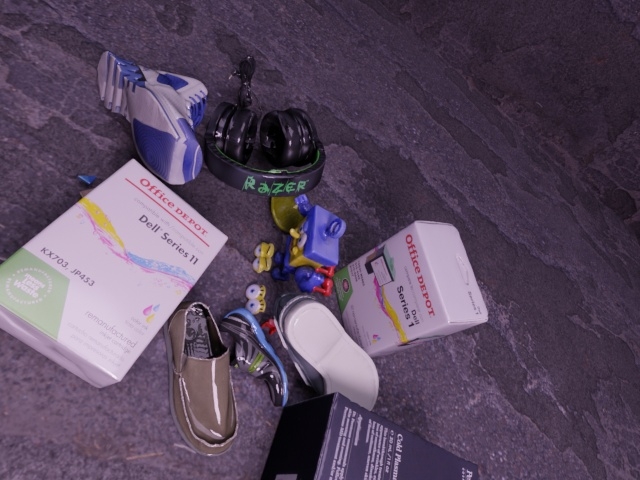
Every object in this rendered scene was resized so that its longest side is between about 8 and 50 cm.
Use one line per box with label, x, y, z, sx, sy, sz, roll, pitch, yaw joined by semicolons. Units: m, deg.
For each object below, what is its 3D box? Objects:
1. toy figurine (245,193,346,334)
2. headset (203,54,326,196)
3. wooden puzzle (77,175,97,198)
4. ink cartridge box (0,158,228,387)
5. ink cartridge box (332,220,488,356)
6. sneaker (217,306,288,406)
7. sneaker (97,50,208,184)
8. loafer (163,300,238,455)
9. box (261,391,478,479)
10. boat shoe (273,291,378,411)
toy figurine;0.000;0.000;0.817;0.192;0.217;0.362;23;53;-24
headset;-0.127;-0.247;0.869;0.244;0.185;0.394;-2;40;-21
wooden puzzle;-0.374;-0.064;0.718;0.079;0.014;0.116;-19;81;-47
ink cartridge box;-0.298;0.019;0.644;0.207;0.119;0.353;42;47;-16
ink cartridge box;0.165;0.110;0.831;0.117;0.278;0.201;4;62;-35
sneaker;-0.119;0.212;0.720;0.078;0.067;0.188;-31;86;-22
sneaker;-0.282;-0.254;0.790;0.182;0.127;0.315;-14;54;-45
loafer;-0.190;0.209;0.642;0.095;0.087;0.250;-9;70;-39
box;0.060;0.466;0.613;0.313;0.179;0.343;33;50;-15
boat shoe;0.011;0.214;0.741;0.116;0.099;0.319;-40;122;-18
